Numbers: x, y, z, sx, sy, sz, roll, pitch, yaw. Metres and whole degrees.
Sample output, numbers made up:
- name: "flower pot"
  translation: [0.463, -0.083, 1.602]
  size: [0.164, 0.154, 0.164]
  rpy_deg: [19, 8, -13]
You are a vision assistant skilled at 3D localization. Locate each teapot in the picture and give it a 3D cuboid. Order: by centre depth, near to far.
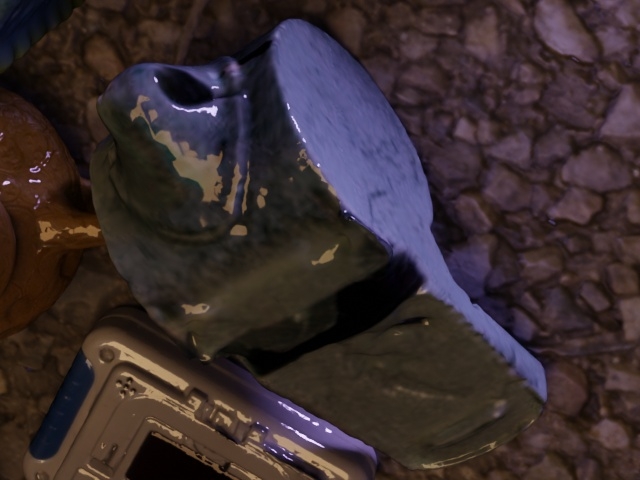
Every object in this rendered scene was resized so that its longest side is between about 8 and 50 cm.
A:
- name: "teapot"
  translation: [-0.262, -0.010, 1.266]
  size: [0.311, 0.167, 0.203]
  rpy_deg: [-2, 109, -2]

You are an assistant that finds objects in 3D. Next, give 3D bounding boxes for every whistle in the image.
- name: "whistle"
  translation: [0.004, 0.024, 1.220]
  size: [0.168, 0.188, 0.405]
  rpy_deg: [-31, 104, 23]

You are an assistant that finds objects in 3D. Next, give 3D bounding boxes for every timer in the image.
- name: "timer"
  translation: [-0.099, 0.182, 1.379]
  size: [0.253, 0.078, 0.178]
  rpy_deg: [29, 117, 0]

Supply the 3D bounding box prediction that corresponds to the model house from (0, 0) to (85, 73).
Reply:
- name: "model house"
  translation: [-0.256, -0.204, 1.152]
  size: [0.215, 0.237, 0.303]
  rpy_deg: [39, 117, -6]
